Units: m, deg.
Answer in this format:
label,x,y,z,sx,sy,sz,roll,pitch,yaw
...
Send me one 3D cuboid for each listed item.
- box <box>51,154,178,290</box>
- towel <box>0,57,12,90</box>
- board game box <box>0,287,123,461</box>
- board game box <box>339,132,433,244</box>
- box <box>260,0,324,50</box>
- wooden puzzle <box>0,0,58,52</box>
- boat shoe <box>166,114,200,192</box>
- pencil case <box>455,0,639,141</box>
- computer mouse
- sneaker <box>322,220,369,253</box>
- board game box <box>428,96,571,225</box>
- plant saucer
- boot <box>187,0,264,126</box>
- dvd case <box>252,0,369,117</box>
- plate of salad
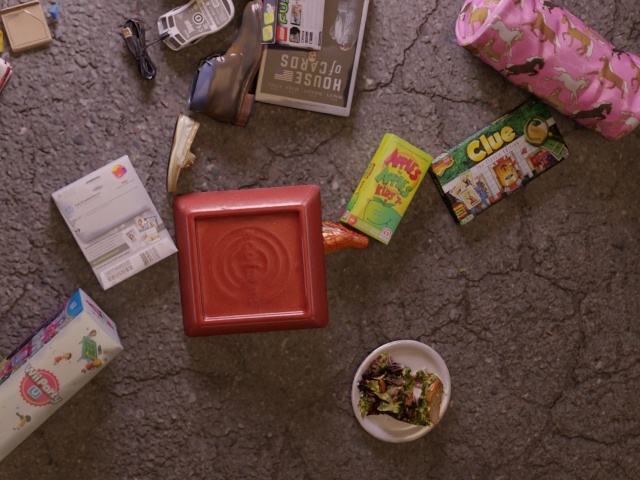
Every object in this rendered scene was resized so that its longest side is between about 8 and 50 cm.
label,x,y,z,sx,sy,sz,roll,pitch,yaw
box,-0.351,-0.030,1.839,0.145,0.038,0.186,-30,105,-10
towel,-0.693,-0.263,1.711,0.329,0.037,0.237,30,90,-18
board game box,-0.467,0.227,1.747,0.303,0.224,0.097,-43,104,-7
board game box,0.120,-0.094,1.961,0.092,0.043,0.181,28,89,-17
box,-0.042,-0.429,1.816,0.114,0.036,0.207,0,97,-45
wooden puzzle,-0.485,-0.351,1.770,0.116,0.014,0.078,-12,105,-14
boat shoe,-0.236,-0.146,1.849,0.045,0.050,0.135,11,95,-12
pencil case,0.436,-0.336,1.960,0.386,0.160,0.167,30,124,-18
computer mouse,-0.235,-0.358,1.826,0.193,0.042,0.106,-27,99,-5
sneaker,0.000,0.000,1.937,0.175,0.064,0.067,6,104,-7
board game box,0.335,-0.152,2.022,0.260,0.030,0.136,-33,103,-9
plant saucer,-0.121,0.041,1.878,0.259,0.048,0.258,-4,99,-2
boot,-0.158,-0.308,1.832,0.106,0.082,0.219,7,98,-19
dvd case,-0.016,-0.348,1.895,0.179,0.029,0.238,8,95,-16
plate of salad,0.156,0.287,2.022,0.200,0.048,0.199,-2,99,-15
